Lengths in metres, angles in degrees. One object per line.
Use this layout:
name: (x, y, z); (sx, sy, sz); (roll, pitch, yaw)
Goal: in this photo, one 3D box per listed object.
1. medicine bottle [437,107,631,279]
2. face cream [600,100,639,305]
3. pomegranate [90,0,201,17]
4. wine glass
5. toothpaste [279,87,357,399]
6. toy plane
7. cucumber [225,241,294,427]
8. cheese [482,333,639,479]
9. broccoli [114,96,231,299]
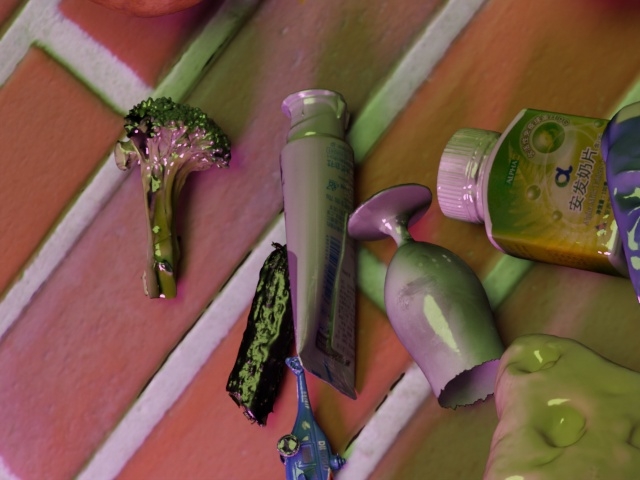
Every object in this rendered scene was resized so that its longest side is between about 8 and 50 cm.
medicine bottle: (0.208, -0.047, 1.676); (0.188, 0.088, 0.132); (10, 80, 30)
face cream: (0.371, -0.022, 1.490); (0.225, 0.249, 0.249); (-18, 66, 26)
pomegranate: (-0.180, -0.364, 1.886); (0.281, 0.281, 0.281); (-9, 70, 25)
wine glass: (0.102, 0.052, 1.698); (0.093, 0.093, 0.202); (-33, 60, 15)
toothpaste: (0.000, 0.000, 1.770); (0.073, 0.114, 0.299); (-13, 63, 22)
toy plane: (-0.011, 0.178, 1.748); (0.062, 0.054, 0.167); (-6, 70, 0)
cucumber: (-0.050, 0.089, 1.791); (0.053, 0.053, 0.181); (11, 81, 30)
cheese: (0.251, 0.184, 1.527); (0.248, 0.174, 0.251); (-4, 44, 9)
broccoli: (-0.155, -0.043, 1.873); (0.122, 0.118, 0.204); (5, 92, -1)
